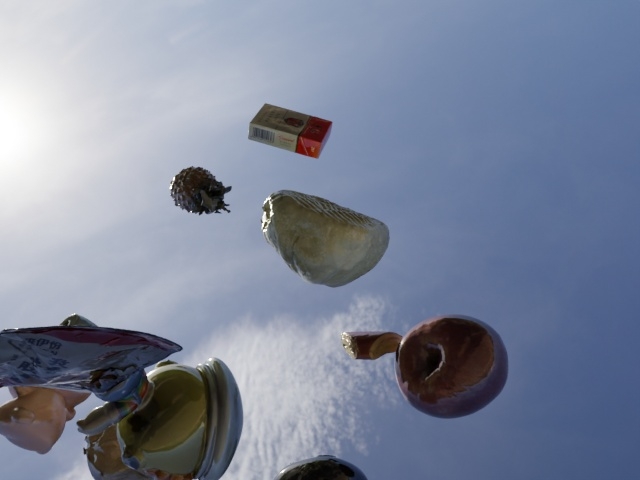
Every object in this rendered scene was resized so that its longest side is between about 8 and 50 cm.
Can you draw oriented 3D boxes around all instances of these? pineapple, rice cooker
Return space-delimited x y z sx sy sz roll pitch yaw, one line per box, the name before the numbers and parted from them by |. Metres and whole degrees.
pineapple | -0.374 -0.150 1.797 0.169 0.169 0.340 -37 -150 -21
rice cooker | -0.002 0.660 1.335 0.267 0.267 0.225 -9 -130 6

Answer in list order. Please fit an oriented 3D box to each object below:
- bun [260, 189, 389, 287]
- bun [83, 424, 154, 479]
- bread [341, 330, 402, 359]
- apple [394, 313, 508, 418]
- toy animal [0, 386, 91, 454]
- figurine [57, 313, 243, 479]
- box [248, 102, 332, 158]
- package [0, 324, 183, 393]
bun | 0.000 0.000 0.904 0.220 0.220 0.134 24 -81 34
bun | -0.572 0.605 1.599 0.204 0.282 0.281 -18 -139 -24
bread | 0.141 0.306 1.628 0.192 0.067 0.119 -5 -171 17
apple | 0.360 0.345 1.515 0.305 0.235 0.306 -25 -128 37
toy animal | -0.565 0.312 1.119 0.171 0.171 0.198 -9 -136 6
figurine | -0.273 0.271 0.901 0.205 0.382 0.225 -24 -129 24
box | -0.061 -0.226 1.126 0.152 0.048 0.100 15 -138 7
package | -0.257 0.122 0.540 0.239 0.154 0.030 -33 -124 40
